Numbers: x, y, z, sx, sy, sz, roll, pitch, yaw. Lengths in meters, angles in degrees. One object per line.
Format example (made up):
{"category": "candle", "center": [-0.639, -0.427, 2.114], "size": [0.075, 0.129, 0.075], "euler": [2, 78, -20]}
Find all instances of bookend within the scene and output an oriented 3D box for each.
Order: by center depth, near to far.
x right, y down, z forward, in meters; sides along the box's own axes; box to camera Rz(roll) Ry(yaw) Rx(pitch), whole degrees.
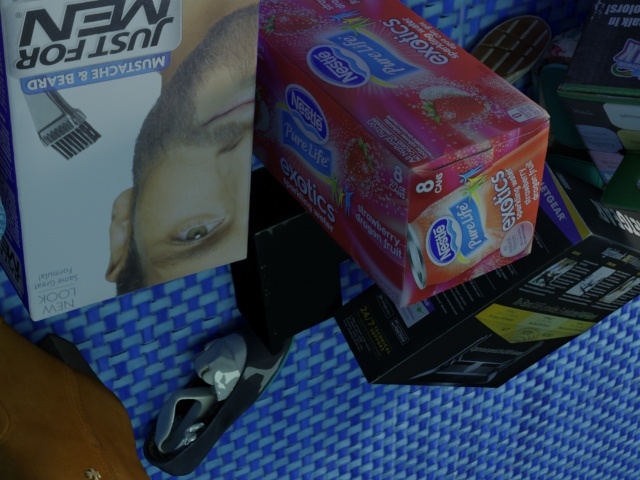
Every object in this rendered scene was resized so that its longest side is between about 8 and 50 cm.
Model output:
{"category": "bookend", "center": [0.000, 0.000, 1.066], "size": [0.157, 0.072, 0.156], "euler": [-25, 137, -18]}

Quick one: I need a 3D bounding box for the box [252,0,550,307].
{"category": "box", "center": [0.041, -0.086, 0.883], "size": [0.122, 0.257, 0.128], "euler": [-21, 135, -23]}

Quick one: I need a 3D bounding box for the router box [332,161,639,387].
{"category": "router box", "center": [0.191, 0.048, 1.138], "size": [0.243, 0.081, 0.309], "euler": [-37, 157, 21]}

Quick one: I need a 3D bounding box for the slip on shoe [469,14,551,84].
{"category": "slip on shoe", "center": [0.153, -0.152, 1.073], "size": [0.135, 0.051, 0.041], "euler": [-47, 178, -5]}

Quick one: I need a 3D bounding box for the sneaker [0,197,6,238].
{"category": "sneaker", "center": [-0.288, -0.093, 0.774], "size": [0.087, 0.092, 0.229], "euler": [-27, 117, -12]}

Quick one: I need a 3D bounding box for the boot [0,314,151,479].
{"category": "boot", "center": [-0.252, 0.133, 0.893], "size": [0.295, 0.211, 0.104], "euler": [23, 109, -45]}

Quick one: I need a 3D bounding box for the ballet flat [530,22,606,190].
{"category": "ballet flat", "center": [0.252, -0.108, 1.156], "size": [0.077, 0.091, 0.241], "euler": [-56, 154, -34]}

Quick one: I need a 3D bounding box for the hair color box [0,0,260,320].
{"category": "hair color box", "center": [-0.146, -0.120, 0.834], "size": [0.185, 0.110, 0.339], "euler": [-17, 135, -25]}

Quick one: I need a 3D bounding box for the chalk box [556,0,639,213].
{"category": "chalk box", "center": [0.334, -0.136, 1.025], "size": [0.179, 0.180, 0.289], "euler": [47, 62, -48]}

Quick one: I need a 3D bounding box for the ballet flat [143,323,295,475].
{"category": "ballet flat", "center": [-0.103, 0.144, 1.119], "size": [0.074, 0.074, 0.203], "euler": [21, 113, -44]}
